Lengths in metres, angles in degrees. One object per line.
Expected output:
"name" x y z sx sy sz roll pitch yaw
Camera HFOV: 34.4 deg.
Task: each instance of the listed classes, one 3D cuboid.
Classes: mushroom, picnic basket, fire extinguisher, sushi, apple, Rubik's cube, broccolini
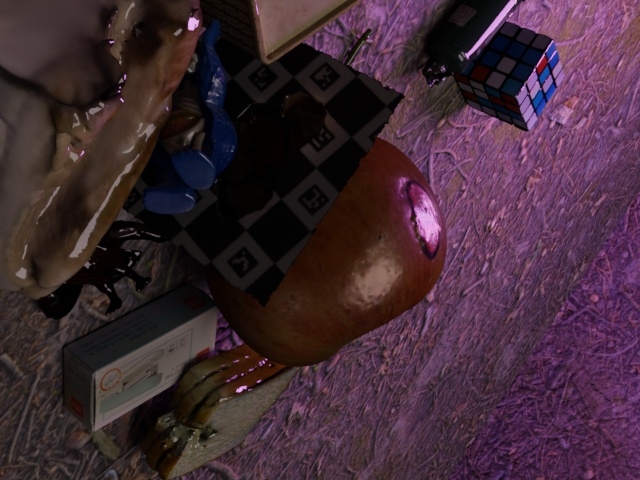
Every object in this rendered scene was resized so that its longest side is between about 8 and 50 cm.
"mushroom" -0.319 -0.133 1.235 0.313 0.224 0.397 -60 176 -48
"picnic basket" -0.037 -0.421 1.385 0.313 0.175 0.228 -39 146 -24
"fire extinguisher" 0.277 -0.392 1.965 0.093 0.118 0.294 45 76 -24
"sushi" -0.098 -0.120 1.432 0.339 0.320 0.069 -57 159 -7
"apple" 0.000 0.000 1.646 0.400 0.333 0.400 -30 177 -2
"Rubik's cube" 0.387 -0.340 2.114 0.151 0.154 0.155 -55 151 -7
"broccolini" 0.045 -0.273 1.778 0.052 0.054 0.194 3 114 -37

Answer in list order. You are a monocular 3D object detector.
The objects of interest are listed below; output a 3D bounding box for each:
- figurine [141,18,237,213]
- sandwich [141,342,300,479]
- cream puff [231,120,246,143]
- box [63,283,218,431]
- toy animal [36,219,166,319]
"figurine" -0.173 -0.158 1.371 0.121 0.164 0.262 29 55 -40
"sandwich" -0.180 0.294 1.818 0.249 0.095 0.273 -21 153 -50
"cream puff" -0.122 -0.158 1.536 0.119 0.133 0.104 -36 136 27
"box" -0.283 0.181 1.659 0.269 0.079 0.135 -28 140 -42
"toy animal" -0.331 0.024 1.456 0.218 0.116 0.179 -36 125 15
